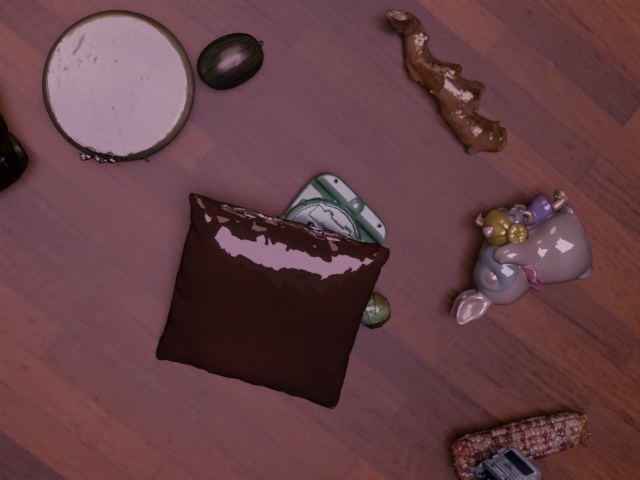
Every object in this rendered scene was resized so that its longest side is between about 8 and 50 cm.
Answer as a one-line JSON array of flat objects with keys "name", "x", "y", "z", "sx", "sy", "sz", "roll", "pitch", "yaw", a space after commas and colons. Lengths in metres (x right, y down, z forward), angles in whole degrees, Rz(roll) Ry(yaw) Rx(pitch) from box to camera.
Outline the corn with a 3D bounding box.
[{"name": "corn", "x": 0.323, "y": 0.325, "z": 1.896, "sx": 0.237, "sy": 0.079, "sz": 0.080, "roll": -15, "pitch": 96, "yaw": -6}]

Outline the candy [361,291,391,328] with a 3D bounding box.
[{"name": "candy", "x": 0.013, "y": 0.131, "z": 1.870, "sx": 0.202, "sy": 0.061, "sz": 0.061, "roll": -17, "pitch": 96, "yaw": 3}]

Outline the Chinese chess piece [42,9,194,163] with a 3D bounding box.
[{"name": "Chinese chess piece", "x": -0.306, "y": -0.230, "z": 1.780, "sx": 0.237, "sy": 0.092, "sz": 0.238, "roll": -1, "pitch": 94, "yaw": -7}]

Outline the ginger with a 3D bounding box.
[{"name": "ginger", "x": 0.198, "y": -0.251, "z": 1.843, "sx": 0.089, "sy": 0.075, "sz": 0.288, "roll": -31, "pitch": 102, "yaw": 20}]

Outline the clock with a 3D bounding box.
[{"name": "clock", "x": 0.000, "y": 0.000, "z": 1.846, "sx": 0.148, "sy": 0.060, "sz": 0.188, "roll": 43, "pitch": 90, "yaw": -8}]

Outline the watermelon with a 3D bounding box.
[{"name": "watermelon", "x": -0.136, "y": -0.276, "z": 1.803, "sx": 0.110, "sy": 0.078, "sz": 0.078, "roll": -27, "pitch": 97, "yaw": -5}]

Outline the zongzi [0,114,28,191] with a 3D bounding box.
[{"name": "zongzi", "x": -0.585, "y": -0.198, "z": 1.667, "sx": 0.154, "sy": 0.289, "sz": 0.318, "roll": -18, "pitch": 89, "yaw": 23}]

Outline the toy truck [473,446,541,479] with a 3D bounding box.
[{"name": "toy truck", "x": 0.301, "y": 0.397, "z": 1.844, "sx": 0.115, "sy": 0.080, "sz": 0.178, "roll": -27, "pitch": 139, "yaw": -24}]

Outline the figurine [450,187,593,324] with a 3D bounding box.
[{"name": "figurine", "x": 0.297, "y": 0.029, "z": 1.850, "sx": 0.235, "sy": 0.127, "sz": 0.155, "roll": -23, "pitch": 115, "yaw": -1}]

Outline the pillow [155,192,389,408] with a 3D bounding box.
[{"name": "pillow", "x": -0.083, "y": 0.100, "z": 1.786, "sx": 0.307, "sy": 0.108, "sz": 0.305, "roll": 16, "pitch": 117, "yaw": -3}]
